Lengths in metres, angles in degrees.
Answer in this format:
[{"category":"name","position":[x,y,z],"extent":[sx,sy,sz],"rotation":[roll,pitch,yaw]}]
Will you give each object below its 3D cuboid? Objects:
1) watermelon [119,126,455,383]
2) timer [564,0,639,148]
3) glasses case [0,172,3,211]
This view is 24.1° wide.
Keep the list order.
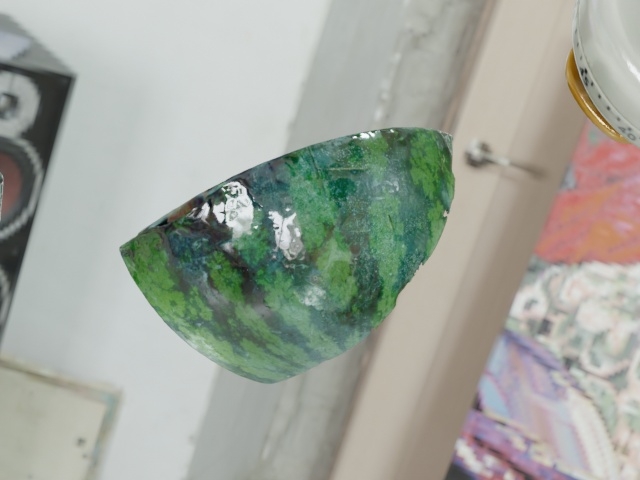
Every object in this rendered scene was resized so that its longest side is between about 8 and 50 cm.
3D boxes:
[{"category":"watermelon","position":[-0.003,0.027,1.706],"extent":[0.292,0.222,0.319],"rotation":[-25,-11,35]},{"category":"timer","position":[0.318,-0.178,1.172],"extent":[0.233,0.233,0.240],"rotation":[19,-17,1]},{"category":"glasses case","position":[-0.317,-0.110,0.900],"extent":[0.301,0.070,0.117],"rotation":[46,-19,1]}]
